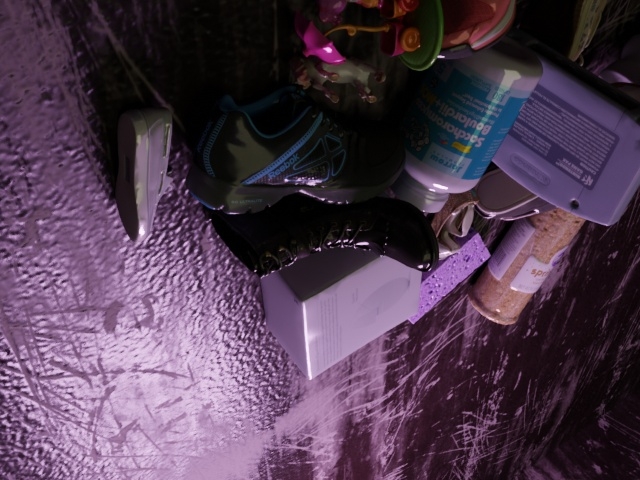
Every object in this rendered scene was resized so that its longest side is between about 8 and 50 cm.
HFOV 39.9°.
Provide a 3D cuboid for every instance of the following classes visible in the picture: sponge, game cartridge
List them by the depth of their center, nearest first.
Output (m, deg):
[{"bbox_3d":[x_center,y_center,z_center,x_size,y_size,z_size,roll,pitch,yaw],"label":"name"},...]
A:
[{"bbox_3d":[0.347,-0.164,1.305,0.062,0.297,0.198,-28,148,-36],"label":"game cartridge"},{"bbox_3d":[0.231,0.068,1.702,0.210,0.031,0.117,-42,148,0],"label":"sponge"}]

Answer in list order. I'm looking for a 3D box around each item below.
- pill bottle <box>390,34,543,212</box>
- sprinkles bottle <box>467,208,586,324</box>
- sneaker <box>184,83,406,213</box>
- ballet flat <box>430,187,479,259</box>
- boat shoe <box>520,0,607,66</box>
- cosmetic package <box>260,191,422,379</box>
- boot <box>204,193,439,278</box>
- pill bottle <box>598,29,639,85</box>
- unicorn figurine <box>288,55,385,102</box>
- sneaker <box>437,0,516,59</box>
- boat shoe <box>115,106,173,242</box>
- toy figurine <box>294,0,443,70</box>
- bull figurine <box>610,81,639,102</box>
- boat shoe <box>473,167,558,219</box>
[{"bbox_3d":[0.196,-0.171,1.275,0.146,0.146,0.264,-6,132,-43],"label":"pill bottle"},{"bbox_3d":[0.428,0.002,1.751,0.121,0.121,0.355,-4,133,-44],"label":"sprinkles bottle"},{"bbox_3d":[-0.007,-0.125,1.137,0.341,0.125,0.139,-14,134,-40],"label":"sneaker"},{"bbox_3d":[0.224,-0.016,1.561,0.073,0.067,0.206,-18,141,-35],"label":"ballet flat"},{"bbox_3d":[0.378,-0.340,1.308,0.089,0.104,0.285,-11,136,-35],"label":"boat shoe"},{"bbox_3d":[0.031,0.064,1.384,0.225,0.138,0.224,-30,146,-21],"label":"cosmetic package"},{"bbox_3d":[0.000,0.000,1.180,0.229,0.263,0.091,-25,134,-36],"label":"boot"},{"bbox_3d":[0.635,-0.324,1.547,0.278,0.162,0.162,-37,148,-8],"label":"pill bottle"},{"bbox_3d":[0.032,-0.208,1.114,0.162,0.111,0.060,18,111,-34],"label":"unicorn figurine"},{"bbox_3d":[0.222,-0.368,1.131,0.314,0.116,0.136,-45,138,-9],"label":"sneaker"},{"bbox_3d":[-0.205,-0.078,1.046,0.063,0.066,0.184,-18,131,-31],"label":"boat shoe"},{"bbox_3d":[0.045,-0.276,1.044,0.159,0.130,0.173,-15,118,-22],"label":"toy figurine"},{"bbox_3d":[0.454,-0.199,1.421,0.310,0.101,0.188,-15,176,14],"label":"bull figurine"},{"bbox_3d":[0.432,-0.118,1.567,0.335,0.112,0.095,-18,166,9],"label":"boat shoe"}]
